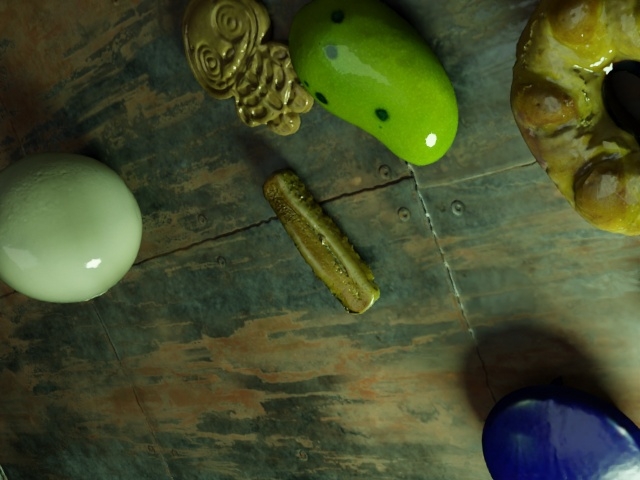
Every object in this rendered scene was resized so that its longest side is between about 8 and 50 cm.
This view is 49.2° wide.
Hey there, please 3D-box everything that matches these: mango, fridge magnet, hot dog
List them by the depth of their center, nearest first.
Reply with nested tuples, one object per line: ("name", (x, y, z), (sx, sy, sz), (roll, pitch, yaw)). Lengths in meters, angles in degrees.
("mango", (0.080, -0.232, 1.000), (0.293, 0.143, 0.175), (45, 130, -1))
("fridge magnet", (0.374, 0.333, 1.055), (0.265, 0.113, 0.265), (17, 120, 31))
("hot dog", (0.001, -0.001, 1.212), (0.083, 0.068, 0.289), (-38, 81, 18))

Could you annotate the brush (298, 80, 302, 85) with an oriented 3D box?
("brush", (0.003, -0.355, 1.062), (0.036, 0.043, 0.248), (43, 133, 34))

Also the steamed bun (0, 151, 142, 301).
("steamed bun", (-0.527, -0.034, 1.420), (0.324, 0.324, 0.206), (49, 155, 8))

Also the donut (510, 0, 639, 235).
("donut", (0.371, -0.165, 0.802), (0.299, 0.150, 0.317), (16, 120, 31))

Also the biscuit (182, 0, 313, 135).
("biscuit", (-0.131, -0.302, 1.187), (0.288, 0.044, 0.202), (52, 131, 8))
